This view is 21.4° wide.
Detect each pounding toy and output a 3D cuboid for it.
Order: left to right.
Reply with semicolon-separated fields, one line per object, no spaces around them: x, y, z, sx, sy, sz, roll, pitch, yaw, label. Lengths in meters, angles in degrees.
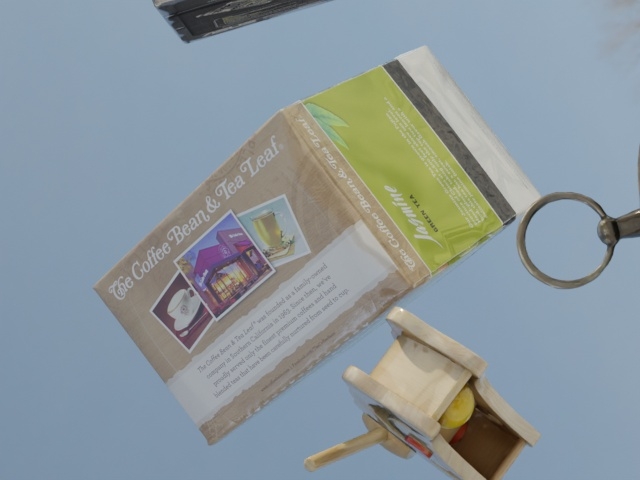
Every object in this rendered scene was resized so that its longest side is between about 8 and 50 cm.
0.088;0.178;1.475;0.154;0.269;0.155;35;-99;14;pounding toy

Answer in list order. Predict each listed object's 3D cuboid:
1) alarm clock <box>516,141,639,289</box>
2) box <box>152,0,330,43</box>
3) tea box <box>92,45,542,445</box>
0.171;-0.018;0.667;0.064;0.192;0.129;56;-158;-78;alarm clock
0.009;-0.186;1.020;0.183;0.231;0.056;24;-131;-88;box
0.000;0.000;1.778;0.220;0.329;0.323;53;-145;5;tea box
